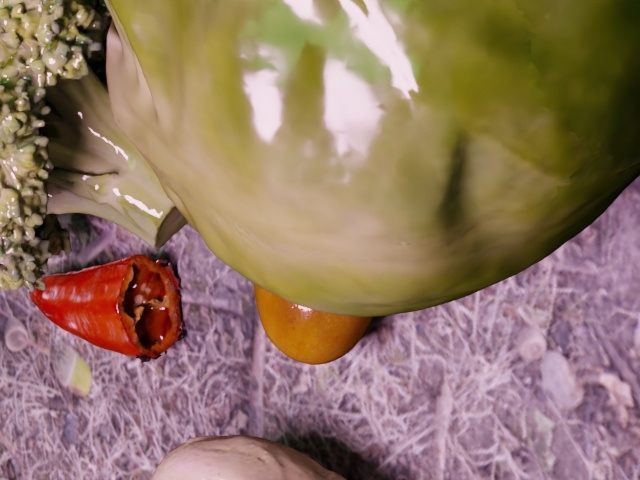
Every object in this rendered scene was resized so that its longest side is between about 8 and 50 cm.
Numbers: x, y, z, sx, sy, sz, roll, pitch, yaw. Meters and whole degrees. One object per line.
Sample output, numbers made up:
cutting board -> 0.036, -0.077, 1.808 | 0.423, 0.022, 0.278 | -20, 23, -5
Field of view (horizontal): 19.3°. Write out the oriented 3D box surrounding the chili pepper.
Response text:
chili pepper -> -0.194, 0.050, 1.585 | 0.169, 0.065, 0.088 | 4, 100, 46

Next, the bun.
bun -> -0.024, 0.243, 1.423 | 0.210, 0.116, 0.237 | -8, 116, 39

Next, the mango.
mango -> 0.000, 0.000, 1.377 | 0.102, 0.085, 0.184 | 14, 102, 39

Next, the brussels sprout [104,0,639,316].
brussels sprout -> 0.070, -0.169, 1.104 | 0.361, 0.342, 0.425 | 21, 114, 35

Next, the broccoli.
broccoli -> -0.233, -0.092, 1.486 | 0.260, 0.235, 0.288 | 61, 168, 17
